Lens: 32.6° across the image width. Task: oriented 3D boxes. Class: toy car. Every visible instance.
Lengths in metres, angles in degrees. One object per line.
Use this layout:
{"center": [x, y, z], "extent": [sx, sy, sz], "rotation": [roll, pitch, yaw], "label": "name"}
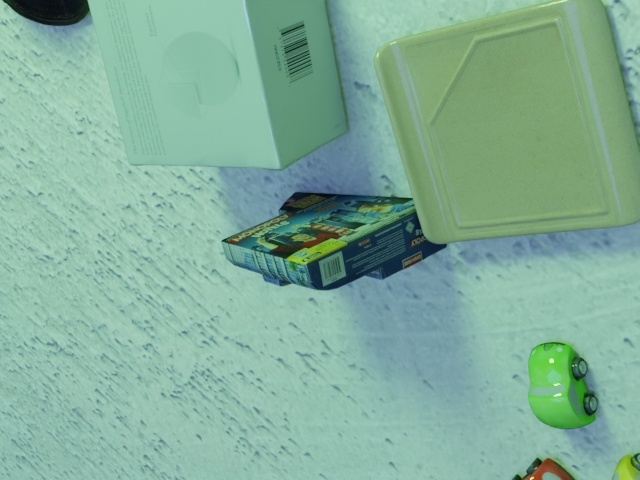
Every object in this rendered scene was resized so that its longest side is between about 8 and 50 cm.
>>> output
{"center": [0.267, 0.218, 1.164], "extent": [0.239, 0.053, 0.225], "rotation": [-10, 106, 41], "label": "toy car"}

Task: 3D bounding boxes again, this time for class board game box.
{"center": [0.000, 0.000, 1.197], "extent": [0.194, 0.194, 0.060], "rotation": [13, 120, 49], "label": "board game box"}

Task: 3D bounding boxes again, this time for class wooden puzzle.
{"center": [0.186, -0.111, 1.071], "extent": [0.239, 0.044, 0.220], "rotation": [-8, 107, 35], "label": "wooden puzzle"}

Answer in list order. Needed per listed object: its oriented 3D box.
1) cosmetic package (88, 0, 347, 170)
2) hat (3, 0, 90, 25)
{"center": [-0.113, -0.203, 1.185], "extent": [0.225, 0.138, 0.224], "rotation": [4, 115, 35], "label": "cosmetic package"}
{"center": [-0.385, -0.404, 1.298], "extent": [0.331, 0.134, 0.331], "rotation": [18, 122, 31], "label": "hat"}
